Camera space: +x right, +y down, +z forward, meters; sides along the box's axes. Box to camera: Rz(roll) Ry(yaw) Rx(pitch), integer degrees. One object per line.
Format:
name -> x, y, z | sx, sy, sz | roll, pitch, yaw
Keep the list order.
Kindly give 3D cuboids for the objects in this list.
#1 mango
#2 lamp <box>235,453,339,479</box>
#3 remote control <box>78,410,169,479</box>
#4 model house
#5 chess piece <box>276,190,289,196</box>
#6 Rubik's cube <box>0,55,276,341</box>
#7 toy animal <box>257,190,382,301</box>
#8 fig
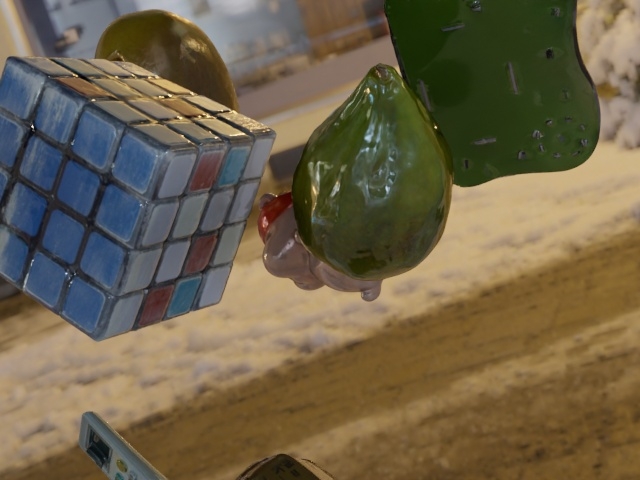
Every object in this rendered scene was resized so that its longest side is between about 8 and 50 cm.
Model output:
mango -> -0.251, -0.241, 2.030 | 0.182, 0.365, 0.253 | -11, 34, 38
lamp -> -0.018, 0.322, 1.198 | 0.185, 0.161, 0.161 | 33, 43, 30
remote control -> -0.255, 0.374, 1.730 | 0.051, 0.293, 0.103 | -38, -20, -37
model house -> 0.203, -0.225, 1.330 | 0.207, 0.293, 0.154 | -10, 41, 15
chess piece -> -0.030, -0.034, 2.069 | 0.066, 0.122, 0.066 | -34, 40, 34
Rubik's cube -> -0.248, -0.061, 1.405 | 0.256, 0.259, 0.253 | 29, 21, 21
toy animal -> 0.000, 0.000, 1.693 | 0.198, 0.171, 0.171 | 18, 33, 36
fig -> 0.063, -0.071, 1.174 | 0.167, 0.233, 0.167 | 20, 23, -9
